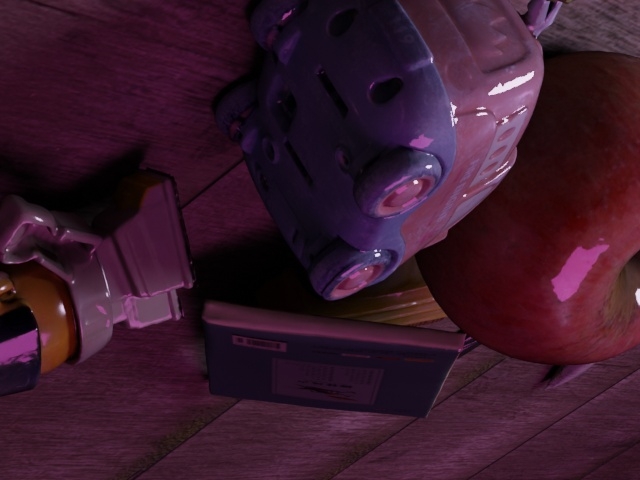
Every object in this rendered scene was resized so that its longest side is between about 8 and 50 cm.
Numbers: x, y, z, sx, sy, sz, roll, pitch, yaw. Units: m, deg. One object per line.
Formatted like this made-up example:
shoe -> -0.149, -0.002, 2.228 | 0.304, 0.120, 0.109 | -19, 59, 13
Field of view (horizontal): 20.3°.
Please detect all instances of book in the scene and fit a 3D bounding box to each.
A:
book -> 0.005, 0.135, 1.923 | 0.264, 0.031, 0.379 | 8, 164, -1

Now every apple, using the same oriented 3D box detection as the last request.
apple -> 0.239, -0.042, 1.746 | 0.345, 0.269, 0.344 | -26, 141, -24

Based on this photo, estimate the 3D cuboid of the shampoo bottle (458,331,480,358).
shampoo bottle -> 0.185, 0.140, 2.379 | 0.137, 0.027, 0.048 | -33, 156, 15

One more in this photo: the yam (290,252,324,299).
yam -> 0.000, 0.000, 1.801 | 0.068, 0.068, 0.169 | -25, 154, -6

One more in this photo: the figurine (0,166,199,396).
figurine -> -0.251, 0.050, 1.520 | 0.308, 0.143, 0.308 | -29, 144, -23

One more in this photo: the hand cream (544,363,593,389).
hand cream -> 0.389, 0.182, 2.703 | 0.067, 0.042, 0.194 | -28, 165, -20

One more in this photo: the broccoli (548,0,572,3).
broccoli -> 0.255, -0.251, 1.366 | 0.254, 0.186, 0.302 | -19, 153, -37

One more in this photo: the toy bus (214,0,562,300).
toy bus -> 0.068, -0.102, 1.479 | 0.232, 0.197, 0.294 | -21, 157, -26

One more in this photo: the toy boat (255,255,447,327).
toy boat -> 0.072, 0.057, 1.976 | 0.310, 0.089, 0.115 | -14, 156, -27
